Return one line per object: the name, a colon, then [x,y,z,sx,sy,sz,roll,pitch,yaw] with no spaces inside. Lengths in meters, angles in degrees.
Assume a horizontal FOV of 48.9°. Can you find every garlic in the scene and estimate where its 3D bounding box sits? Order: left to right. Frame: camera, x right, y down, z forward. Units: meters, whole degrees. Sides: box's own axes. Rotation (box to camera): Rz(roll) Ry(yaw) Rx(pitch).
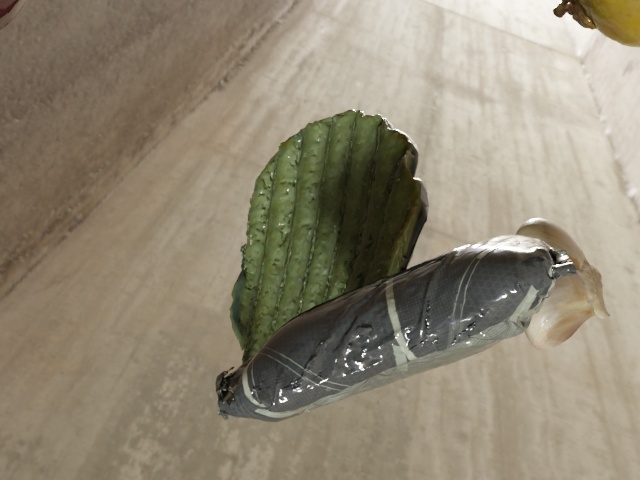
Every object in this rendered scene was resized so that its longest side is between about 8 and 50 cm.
garlic: [0.278,0.052,0.862,0.099,0.124,0.175,-29,-137,33]

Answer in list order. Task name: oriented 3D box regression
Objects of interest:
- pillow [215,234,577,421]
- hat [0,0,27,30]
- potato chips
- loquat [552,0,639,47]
pillow: [0.061,0.080,0.629,0.093,0.335,0.161,69,16,8]
hat: [-0.321,-0.247,0.541,0.205,0.089,0.206,-18,112,-52]
potato chips: [0.000,0.000,0.932,0.358,0.070,0.429,-17,-126,47]
loquat: [0.244,-0.220,0.517,0.137,0.163,0.163,-109,-151,-41]
